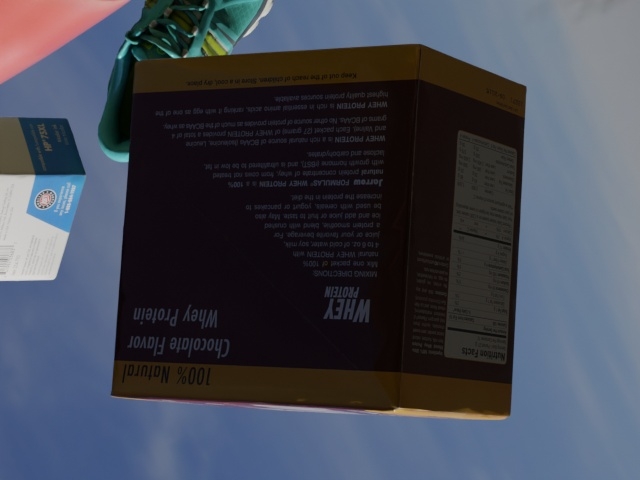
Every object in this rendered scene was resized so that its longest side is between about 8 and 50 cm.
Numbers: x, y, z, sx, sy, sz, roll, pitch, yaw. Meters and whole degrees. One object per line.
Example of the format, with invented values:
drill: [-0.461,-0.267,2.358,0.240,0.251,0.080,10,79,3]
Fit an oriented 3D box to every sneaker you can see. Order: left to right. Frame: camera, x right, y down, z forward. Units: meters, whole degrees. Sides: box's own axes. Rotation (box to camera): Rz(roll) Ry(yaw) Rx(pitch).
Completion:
sneaker: [-0.115,-0.182,1.678,0.107,0.275,0.110,27,-155,6]

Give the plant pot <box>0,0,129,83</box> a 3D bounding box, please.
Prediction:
plant pot: [-0.344,-0.288,1.990,0.275,0.243,0.275,29,-139,-28]

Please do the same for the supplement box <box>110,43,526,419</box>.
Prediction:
supplement box: [0.000,0.000,1.108,0.129,0.191,0.194,12,-100,-57]

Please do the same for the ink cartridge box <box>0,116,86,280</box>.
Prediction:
ink cartridge box: [-0.331,-0.035,1.669,0.231,0.134,0.078,0,-135,-25]
